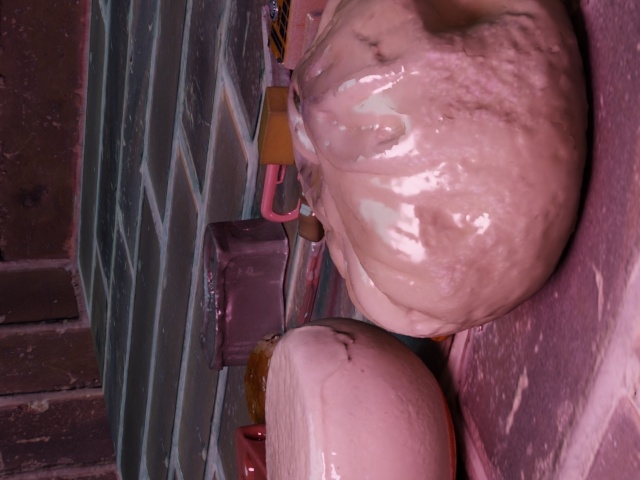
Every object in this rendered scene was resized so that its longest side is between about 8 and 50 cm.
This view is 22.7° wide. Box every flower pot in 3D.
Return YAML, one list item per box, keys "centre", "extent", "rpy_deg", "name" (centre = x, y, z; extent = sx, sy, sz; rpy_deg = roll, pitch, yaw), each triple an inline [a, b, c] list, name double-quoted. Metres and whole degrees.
- centre: [-0.111, 0.078, 2.305]
  extent: [0.103, 0.108, 0.229]
  rpy_deg: [-123, 32, -58]
  name: "flower pot"

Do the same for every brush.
- centre: [-0.033, -0.100, 1.998]
  extent: [0.233, 0.103, 0.047]
  rpy_deg: [105, 158, -51]
  name: "brush"
- centre: [0.000, 0.000, 1.973]
  extent: [0.084, 0.071, 0.301]
  rpy_deg: [-95, 11, -51]
  name: "brush"

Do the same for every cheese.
- centre: [-0.022, 0.348, 2.043]
  extent: [0.203, 0.128, 0.177]
  rpy_deg: [-137, 43, -62]
  name: "cheese"

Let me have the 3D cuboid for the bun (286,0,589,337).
- centre: [0.082, -0.091, 1.390]
  extent: [0.360, 0.211, 0.359]
  rpy_deg: [175, 90, -74]
  name: "bun"

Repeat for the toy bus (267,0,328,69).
- centre: [-0.005, -0.287, 1.871]
  extent: [0.103, 0.091, 0.182]
  rpy_deg: [-114, 27, -52]
  name: "toy bus"

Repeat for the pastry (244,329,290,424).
- centre: [-0.053, 0.199, 2.169]
  extent: [0.153, 0.081, 0.153]
  rpy_deg: [-175, 90, -71]
  name: "pastry"

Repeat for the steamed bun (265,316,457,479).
- centre: [0.046, 0.217, 1.650]
  extent: [0.283, 0.177, 0.283]
  rpy_deg: [179, 90, -77]
  name: "steamed bun"

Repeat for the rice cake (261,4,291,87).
- centre: [-0.058, -0.221, 2.176]
  extent: [0.047, 0.036, 0.206]
  rpy_deg: [154, 111, -86]
  name: "rice cake"

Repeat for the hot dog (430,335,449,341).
- centre: [0.128, 0.065, 1.594]
  extent: [0.122, 0.037, 0.049]
  rpy_deg: [109, 142, -65]
  name: "hot dog"
